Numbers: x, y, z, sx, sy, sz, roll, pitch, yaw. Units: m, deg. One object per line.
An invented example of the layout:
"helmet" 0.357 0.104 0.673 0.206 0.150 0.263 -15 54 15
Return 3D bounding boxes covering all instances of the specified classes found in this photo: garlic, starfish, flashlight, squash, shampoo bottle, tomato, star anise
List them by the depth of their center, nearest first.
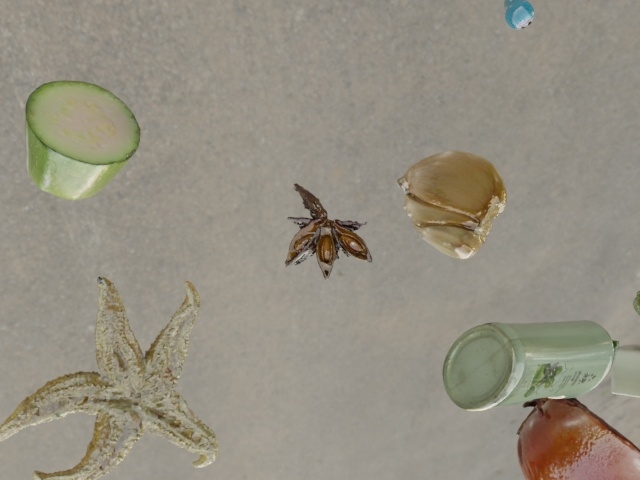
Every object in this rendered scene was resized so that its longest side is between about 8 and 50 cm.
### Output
"shampoo bottle" 0.265 0.143 0.902 0.234 0.087 0.118 3 140 -36
"starfish" -0.262 0.187 1.006 0.299 0.060 0.302 14 91 -18
"squash" -0.363 -0.142 1.142 0.170 0.170 0.123 -1 138 -36
"flashlight" 0.346 -0.413 1.346 0.051 0.129 0.051 3 128 4
"tomato" 0.475 0.422 1.400 0.170 0.309 0.309 -47 146 -5
"star anise" 0.000 0.000 1.479 0.157 0.212 0.053 -57 173 -9
"garlic" 0.282 -0.088 1.632 0.217 0.228 0.110 -55 156 -2

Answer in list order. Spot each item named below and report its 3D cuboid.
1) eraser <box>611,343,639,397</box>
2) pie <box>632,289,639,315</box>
"eraser" 0.576 0.201 1.095 0.279 0.081 0.124 1 180 44
"pie" 0.608 0.121 1.388 0.084 0.084 0.020 -11 144 -26
